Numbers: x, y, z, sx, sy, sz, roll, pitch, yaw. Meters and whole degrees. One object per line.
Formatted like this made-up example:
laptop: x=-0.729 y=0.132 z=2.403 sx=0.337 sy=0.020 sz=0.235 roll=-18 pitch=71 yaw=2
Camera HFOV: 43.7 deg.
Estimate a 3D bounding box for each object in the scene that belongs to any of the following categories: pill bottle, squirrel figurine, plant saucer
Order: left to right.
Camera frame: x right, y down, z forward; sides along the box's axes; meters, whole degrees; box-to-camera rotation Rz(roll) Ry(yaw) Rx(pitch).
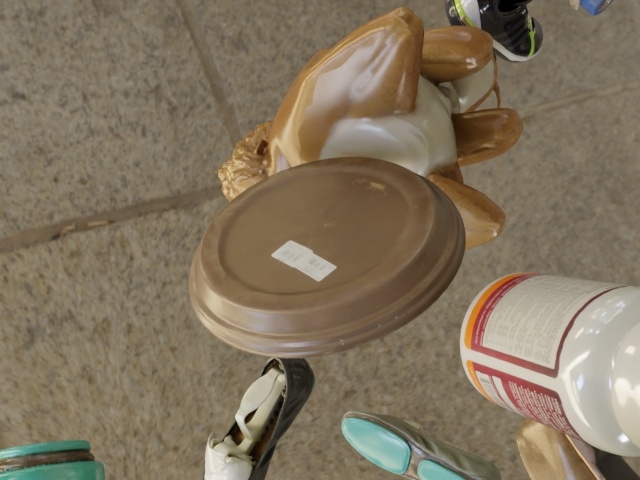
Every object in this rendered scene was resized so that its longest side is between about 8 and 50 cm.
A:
plant saucer: x=0.000 y=0.000 z=0.778 sx=0.278 sy=0.041 sz=0.277 roll=-10 pitch=38 yaw=8
squirrel figurine: x=0.065 y=-0.154 z=1.064 sx=0.281 sy=0.397 sz=0.370 roll=54 pitch=32 yaw=-18
pill bottle: x=0.208 y=0.091 z=0.600 sx=0.121 sy=0.221 sz=0.121 roll=-1 pitch=93 yaw=-20

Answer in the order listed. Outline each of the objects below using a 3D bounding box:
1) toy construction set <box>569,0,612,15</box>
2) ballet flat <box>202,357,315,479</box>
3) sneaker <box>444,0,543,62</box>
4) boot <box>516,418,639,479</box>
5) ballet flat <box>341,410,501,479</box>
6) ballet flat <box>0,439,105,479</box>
toy construction set: x=0.328 y=-0.341 z=0.842 sx=0.258 sy=0.237 sz=0.308 roll=-20 pitch=87 yaw=26
ballet flat: x=-0.109 y=0.282 z=1.142 sx=0.095 sy=0.096 sz=0.280 roll=19 pitch=75 yaw=36
sneaker: x=0.280 y=-0.325 z=1.164 sx=0.235 sy=0.097 sz=0.084 roll=0 pitch=71 yaw=-46
boot: x=0.386 y=0.365 z=1.105 sx=0.112 sy=0.115 sz=0.305 roll=1 pitch=54 yaw=-48
ballet flat: x=0.128 y=0.270 z=1.014 sx=0.213 sy=0.072 sz=0.068 roll=26 pitch=32 yaw=20
ballet flat: x=-0.210 y=0.162 z=0.445 sx=0.083 sy=0.247 sz=0.087 roll=14 pitch=67 yaw=-49
